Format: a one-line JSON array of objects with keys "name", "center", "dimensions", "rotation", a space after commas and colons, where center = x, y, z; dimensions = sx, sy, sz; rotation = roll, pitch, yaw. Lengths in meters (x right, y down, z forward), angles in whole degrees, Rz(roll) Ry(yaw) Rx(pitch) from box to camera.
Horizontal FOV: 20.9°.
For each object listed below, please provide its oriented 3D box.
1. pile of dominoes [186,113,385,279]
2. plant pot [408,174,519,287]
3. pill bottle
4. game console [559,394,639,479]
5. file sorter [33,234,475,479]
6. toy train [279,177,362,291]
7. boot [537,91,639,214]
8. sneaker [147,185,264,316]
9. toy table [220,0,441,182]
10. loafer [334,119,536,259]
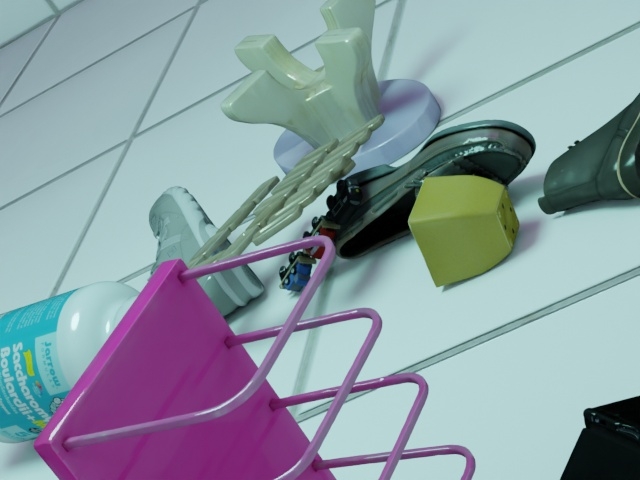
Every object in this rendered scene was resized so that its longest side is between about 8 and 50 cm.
[{"name": "pile of dominoes", "center": [-0.036, -0.030, 1.846], "dimensions": [0.196, 0.040, 0.251], "rotation": [-27, 16, 40]}, {"name": "plant pot", "center": [0.143, -0.015, 1.671], "dimensions": [0.083, 0.081, 0.081], "rotation": [-11, 31, 25]}, {"name": "pill bottle", "center": [-0.264, 0.128, 1.877], "dimensions": [0.264, 0.146, 0.146], "rotation": [-18, 28, 37]}, {"name": "game console", "center": [0.240, 0.165, 1.258], "dimensions": [0.107, 0.071, 0.122], "rotation": [-11, 14, -22]}, {"name": "file sorter", "center": [-0.017, 0.171, 1.255], "dimensions": [0.182, 0.291, 0.202], "rotation": [-14, 31, 37]}, {"name": "toy train", "center": [0.000, 0.000, 1.831], "dimensions": [0.158, 0.027, 0.036], "rotation": [-56, 46, 32]}, {"name": "boot", "center": [0.291, -0.110, 1.659], "dimensions": [0.137, 0.077, 0.198], "rotation": [-16, 28, 50]}, {"name": "sneaker", "center": [-0.164, 0.021, 2.001], "dimensions": [0.115, 0.105, 0.281], "rotation": [-37, 23, -4]}, {"name": "toy table", "center": [0.006, -0.180, 2.089], "dimensions": [0.274, 0.161, 0.252], "rotation": [-8, 35, 47]}, {"name": "loafer", "center": [0.113, -0.043, 1.779], "dimensions": [0.267, 0.096, 0.084], "rotation": [-22, 44, 47]}]
